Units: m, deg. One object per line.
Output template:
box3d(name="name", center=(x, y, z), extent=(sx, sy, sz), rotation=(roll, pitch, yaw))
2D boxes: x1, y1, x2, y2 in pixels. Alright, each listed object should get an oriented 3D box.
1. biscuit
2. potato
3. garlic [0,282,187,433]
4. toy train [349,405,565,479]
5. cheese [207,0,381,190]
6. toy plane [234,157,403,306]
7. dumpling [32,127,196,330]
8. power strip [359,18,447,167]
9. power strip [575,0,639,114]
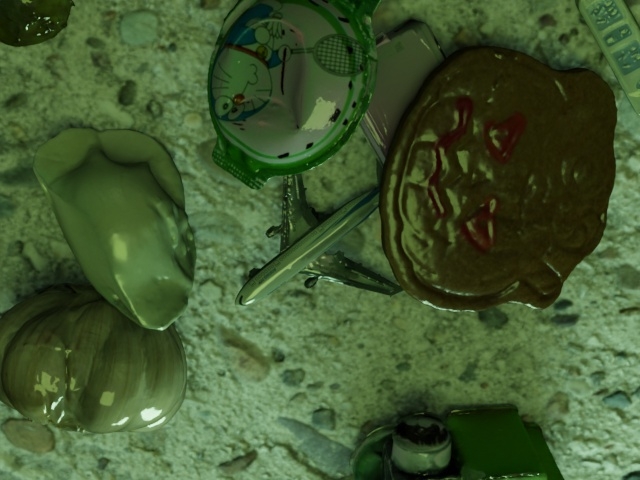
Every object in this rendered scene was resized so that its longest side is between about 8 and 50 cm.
box3d(name="biscuit", center=(0.183, -0.057, 1.903), extent=(0.257, 0.049, 0.273), rotation=(10, 99, -21))
box3d(name="potato", center=(-0.318, -0.288, 1.795), extent=(0.117, 0.090, 0.225), rotation=(-24, 110, 17))
box3d(name="garlic", center=(-0.243, 0.123, 1.960), extent=(0.228, 0.228, 0.152), rotation=(15, 90, -11))
box3d(name="toy train", center=(0.159, 0.337, 2.111), extent=(0.249, 0.173, 0.307), rotation=(-4, 118, -8))
box3d(name="cheese", center=(-0.011, -0.201, 1.826), extent=(0.083, 0.204, 0.320), rotation=(11, 110, -55))
box3d(name="toy plane", center=(0.001, -0.002, 1.977), extent=(0.226, 0.058, 0.226), rotation=(-33, 118, 7))
box3d(name="dumpling", center=(-0.193, -0.020, 1.919), extent=(0.124, 0.151, 0.229), rotation=(-28, 89, 54))
box3d(name="power strip", center=(0.116, -0.094, 1.917), extent=(0.109, 0.037, 0.279), rotation=(-35, 110, -11))
box3d(name="power strip", center=(0.313, -0.194, 1.909), extent=(0.048, 0.030, 0.191), rotation=(-29, 115, 13))
